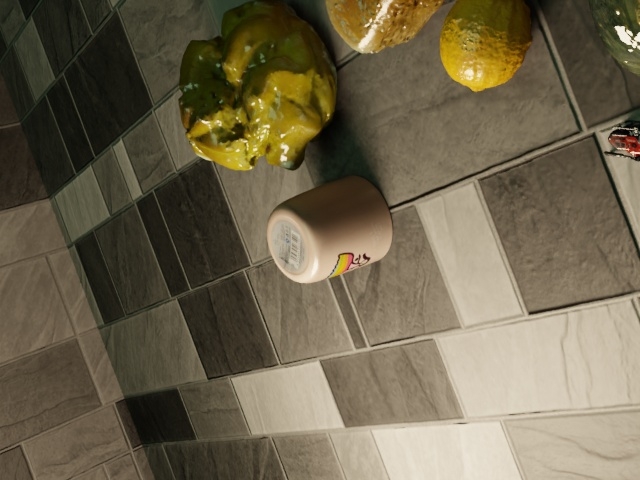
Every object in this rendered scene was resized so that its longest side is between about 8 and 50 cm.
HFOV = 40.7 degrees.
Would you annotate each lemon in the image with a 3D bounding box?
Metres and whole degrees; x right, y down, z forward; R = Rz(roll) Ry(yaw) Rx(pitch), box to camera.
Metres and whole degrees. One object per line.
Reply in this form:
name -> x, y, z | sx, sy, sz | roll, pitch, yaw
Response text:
lemon -> 0.262, -0.324, 1.362 | 0.142, 0.142, 0.187 | 37, 126, 36

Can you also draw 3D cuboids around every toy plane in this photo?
toy plane -> 0.476, -0.140, 1.264 | 0.145, 0.037, 0.060 | 19, 125, 48

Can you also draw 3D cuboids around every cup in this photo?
cup -> 0.000, 0.000, 1.794 | 0.192, 0.200, 0.253 | 54, 141, 19

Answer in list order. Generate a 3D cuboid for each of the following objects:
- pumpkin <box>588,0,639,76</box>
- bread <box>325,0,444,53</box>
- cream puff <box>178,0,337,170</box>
pumpkin -> 0.469, -0.287, 0.971 | 0.291, 0.327, 0.258 | 21, 82, 52
bread -> 0.110, -0.445, 1.450 | 0.176, 0.195, 0.246 | 54, 141, 14
cream puff -> -0.154, -0.302, 1.789 | 0.378, 0.275, 0.379 | 22, 120, 45
